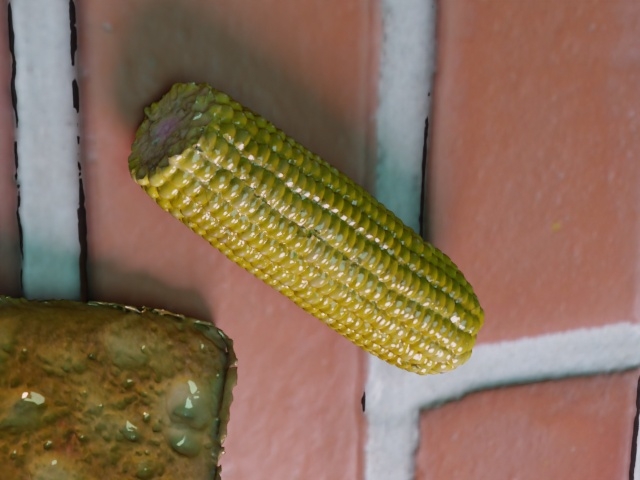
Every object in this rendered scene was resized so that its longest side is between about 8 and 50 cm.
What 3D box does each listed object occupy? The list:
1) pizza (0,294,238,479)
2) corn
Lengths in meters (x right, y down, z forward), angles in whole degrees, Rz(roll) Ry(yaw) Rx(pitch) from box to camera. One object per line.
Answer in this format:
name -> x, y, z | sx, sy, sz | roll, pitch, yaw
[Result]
pizza -> -0.146, 0.117, 0.651 | 0.204, 0.080, 0.188 | 18, 56, -31
corn -> 0.000, 0.000, 0.709 | 0.248, 0.081, 0.081 | 37, 89, -28
